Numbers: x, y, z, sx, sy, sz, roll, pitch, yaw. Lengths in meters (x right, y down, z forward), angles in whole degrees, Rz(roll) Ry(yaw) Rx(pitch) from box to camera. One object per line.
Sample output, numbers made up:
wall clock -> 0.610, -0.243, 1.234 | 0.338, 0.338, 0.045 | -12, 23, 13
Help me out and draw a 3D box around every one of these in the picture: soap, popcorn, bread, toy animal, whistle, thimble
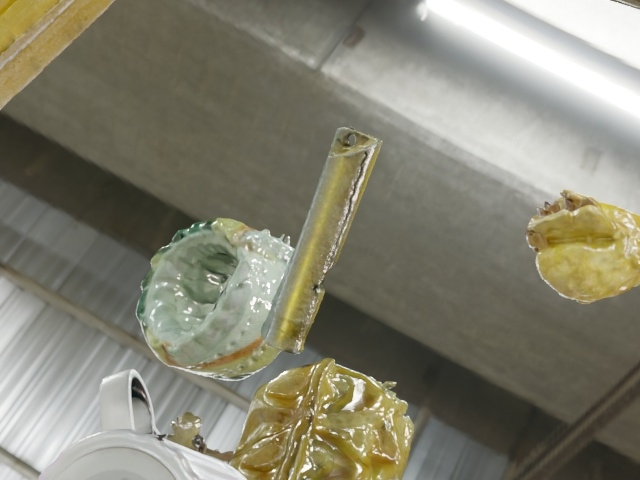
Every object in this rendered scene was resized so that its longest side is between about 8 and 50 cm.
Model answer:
soap -> -0.258, -0.233, 0.890 | 0.160, 0.257, 0.080 | 46, -2, 11
popcorn -> 0.478, 0.019, 1.900 | 0.254, 0.190, 0.191 | 22, -2, -16
bread -> -0.007, 0.296, 1.354 | 0.239, 0.252, 0.196 | 16, -45, -5
toy animal -> -0.147, 0.376, 1.744 | 0.214, 0.186, 0.093 | 18, -68, -21
whistle -> 0.000, 0.000, 1.493 | 0.068, 0.326, 0.057 | 20, 4, -8
thimble -> -0.165, 0.094, 1.797 | 0.288, 0.254, 0.167 | -38, -41, 23

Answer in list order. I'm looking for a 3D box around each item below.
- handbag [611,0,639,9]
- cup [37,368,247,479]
handbag -> 0.338, -0.350, 1.225 | 0.271, 0.182, 0.117 | 29, -39, 15
cup -> -0.159, 0.229, 0.892 | 0.221, 0.167, 0.202 | 42, -9, 20
